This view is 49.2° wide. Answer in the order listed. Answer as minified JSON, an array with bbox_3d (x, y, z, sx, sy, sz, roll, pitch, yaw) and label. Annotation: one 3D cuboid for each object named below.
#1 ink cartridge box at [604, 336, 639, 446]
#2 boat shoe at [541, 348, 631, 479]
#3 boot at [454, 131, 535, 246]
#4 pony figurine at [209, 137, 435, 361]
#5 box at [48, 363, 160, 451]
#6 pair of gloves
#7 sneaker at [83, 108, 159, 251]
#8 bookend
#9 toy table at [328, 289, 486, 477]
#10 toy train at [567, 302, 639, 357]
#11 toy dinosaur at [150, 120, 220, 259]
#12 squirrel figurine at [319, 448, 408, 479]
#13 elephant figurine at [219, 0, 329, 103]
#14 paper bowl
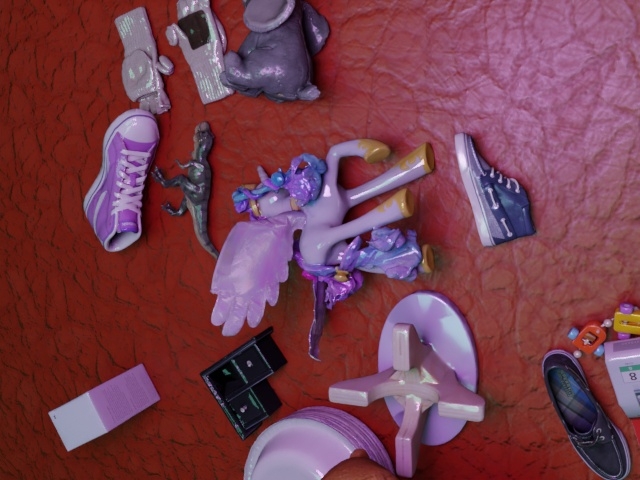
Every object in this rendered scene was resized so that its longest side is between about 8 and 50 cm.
[{"bbox_3d":[0.534,0.236,1.017,0.181,0.056,0.224,-15,108,27],"label":"ink cartridge box"},{"bbox_3d":[0.415,0.282,1.098,0.080,0.076,0.228,-24,90,27],"label":"boat shoe"},{"bbox_3d":[0.275,-0.088,1.100,0.086,0.069,0.190,-15,102,19],"label":"boot"},{"bbox_3d":[0.000,0.000,1.153,0.364,0.303,0.350,-10,64,29],"label":"pony figurine"},{"bbox_3d":[-0.445,0.344,1.451,0.130,0.170,0.091,-29,88,27],"label":"box"},{"bbox_3d":[-0.283,-0.346,1.310,0.240,0.042,0.204,-5,99,26],"label":"pair of gloves"},{"bbox_3d":[-0.361,-0.101,1.335,0.161,0.102,0.282,57,131,38],"label":"sneaker"},{"bbox_3d":[-0.123,0.275,1.346,0.156,0.072,0.157,-35,86,26],"label":"bookend"},{"bbox_3d":[0.158,0.236,1.162,0.252,0.161,0.274,-11,97,26],"label":"toy table"},{"bbox_3d":[0.473,0.155,1.067,0.166,0.046,0.125,30,126,11],"label":"toy train"},{"bbox_3d":[-0.254,-0.091,1.340,0.118,0.064,0.268,3,105,17],"label":"toy dinosaur"},{"bbox_3d":[0.136,0.496,1.050,0.397,0.281,0.370,-11,89,-14],"label":"squirrel figurine"},{"bbox_3d":[-0.073,-0.359,1.160,0.186,0.169,0.239,14,91,-8],"label":"elephant figurine"},{"bbox_3d":[-0.015,0.458,1.274,0.284,0.148,0.284,2,94,30],"label":"paper bowl"}]
